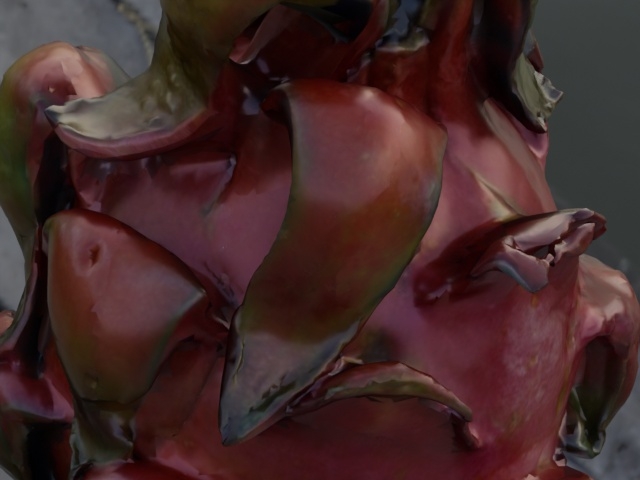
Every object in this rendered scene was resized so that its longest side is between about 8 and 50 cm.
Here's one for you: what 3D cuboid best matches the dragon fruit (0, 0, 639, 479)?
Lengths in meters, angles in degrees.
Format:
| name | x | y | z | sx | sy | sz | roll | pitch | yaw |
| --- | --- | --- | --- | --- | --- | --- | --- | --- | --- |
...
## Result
| name | x | y | z | sx | sy | sz | roll | pitch | yaw |
| --- | --- | --- | --- | --- | --- | --- | --- | --- | --- |
| dragon fruit | -0.002 | 0.017 | 0.626 | 0.228 | 0.307 | 0.243 | 5 | 73 | 5 |
